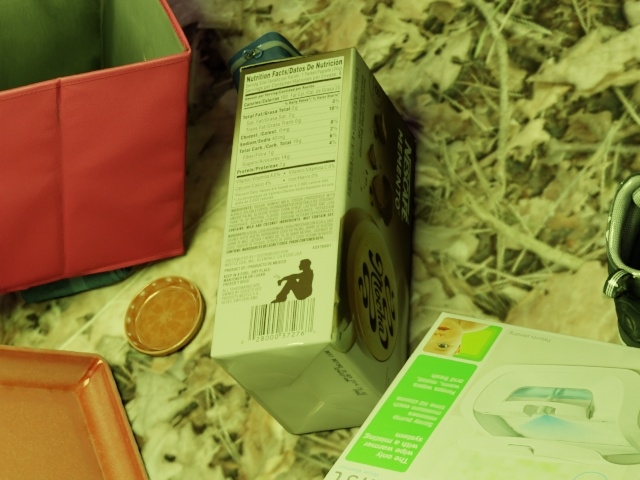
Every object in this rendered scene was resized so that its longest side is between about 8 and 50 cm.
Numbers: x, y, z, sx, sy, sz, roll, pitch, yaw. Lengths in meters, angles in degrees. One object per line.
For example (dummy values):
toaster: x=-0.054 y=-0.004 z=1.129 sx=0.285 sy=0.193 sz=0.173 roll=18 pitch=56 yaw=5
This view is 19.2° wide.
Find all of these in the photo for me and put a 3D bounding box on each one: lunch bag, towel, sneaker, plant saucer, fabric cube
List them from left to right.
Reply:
plant saucer: x=-0.275 y=0.204 z=1.670 sx=0.048 sy=0.258 sz=0.259 roll=-51 pitch=47 yaw=34
fabric cube: x=-0.282 y=-0.132 z=1.782 sx=0.259 sy=0.258 sz=0.254 roll=-14 pitch=49 yaw=-19
towel: x=-0.242 y=0.023 z=1.874 sx=0.119 sy=0.029 sz=0.067 roll=-14 pitch=55 yaw=17
plant saucer: x=-0.149 y=0.073 z=1.807 sx=0.083 sy=0.013 sz=0.083 roll=-12 pitch=56 yaw=19
lunch bag: x=-0.045 y=-0.156 z=1.839 sx=0.067 sy=0.098 sz=0.065 roll=-31 pitch=50 yaw=13
sneaker: x=0.327 y=-0.028 z=1.540 sx=0.101 sy=0.153 sz=0.268 roll=32 pitch=79 yaw=36

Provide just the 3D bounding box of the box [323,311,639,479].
box: x=0.166 y=0.192 z=1.462 sx=0.262 sy=0.127 sz=0.231 roll=10 pitch=41 yaw=31

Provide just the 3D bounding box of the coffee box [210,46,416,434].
coffee box: x=0.000 y=0.000 z=1.680 sx=0.118 sy=0.168 sz=0.297 roll=-9 pitch=57 yaw=22
